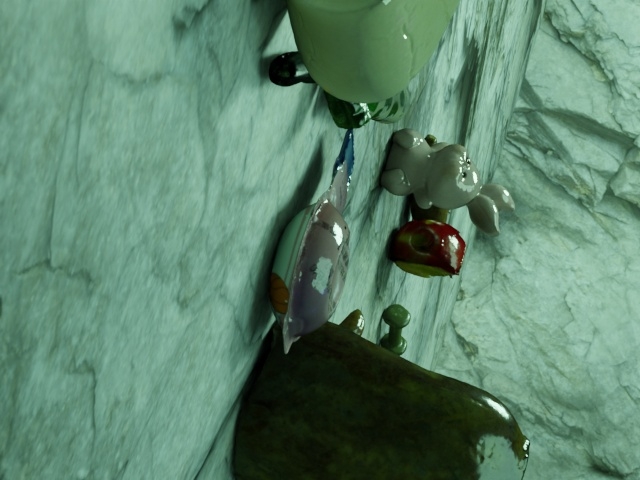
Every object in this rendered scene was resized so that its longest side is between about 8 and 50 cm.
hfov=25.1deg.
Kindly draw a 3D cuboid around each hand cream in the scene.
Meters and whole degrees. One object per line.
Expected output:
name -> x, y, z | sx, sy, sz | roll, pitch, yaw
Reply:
hand cream -> 0.059, -0.185, 1.775 | 0.276, 0.059, 0.095 | 5, 96, -74

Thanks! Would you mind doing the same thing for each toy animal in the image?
toy animal -> 0.204, -0.097, 2.210 | 0.124, 0.212, 0.124 | 18, 90, -86

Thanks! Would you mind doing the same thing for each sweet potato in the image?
sweet potato -> 0.014, 0.173, 2.061 | 0.053, 0.054, 0.182 | 43, 61, -40
sweet potato -> 0.190, -0.087, 2.506 | 0.244, 0.077, 0.077 | 83, 25, -55

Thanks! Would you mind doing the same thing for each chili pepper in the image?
chili pepper -> 0.038, -0.216, 1.614 | 0.073, 0.050, 0.182 | 19, 83, -45

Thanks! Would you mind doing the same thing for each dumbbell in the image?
dumbbell -> 0.139, 0.167, 2.660 | 0.046, 0.052, 0.118 | -41, 153, -26

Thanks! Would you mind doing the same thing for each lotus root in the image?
lotus root -> 0.078, 0.247, 1.774 | 0.250, 0.346, 0.250 | 17, 90, -87

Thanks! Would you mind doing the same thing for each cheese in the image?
cheese -> 0.000, 0.000, 1.696 | 0.189, 0.074, 0.286 | 88, 18, -60

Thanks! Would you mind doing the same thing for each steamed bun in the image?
steamed bun -> 0.050, -0.272, 1.342 | 0.250, 0.155, 0.200 | -63, 163, -18

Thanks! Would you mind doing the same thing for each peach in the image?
peach -> 0.189, 0.013, 2.493 | 0.172, 0.127, 0.092 | 51, 52, -81

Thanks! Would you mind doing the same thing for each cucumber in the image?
cucumber -> -0.024, -0.172, 1.440 | 0.184, 0.033, 0.036 | -27, 107, -75
